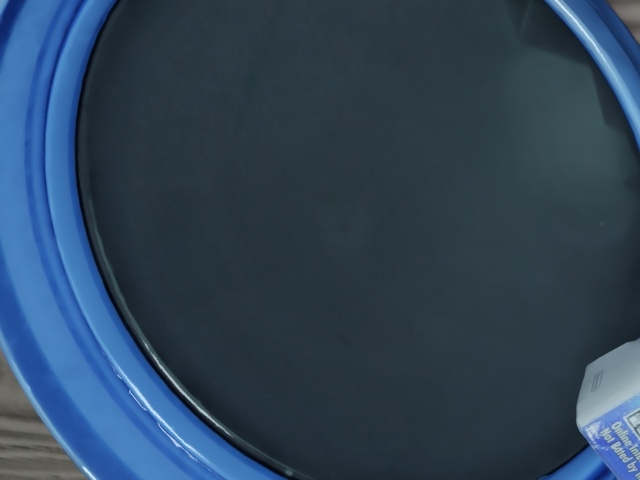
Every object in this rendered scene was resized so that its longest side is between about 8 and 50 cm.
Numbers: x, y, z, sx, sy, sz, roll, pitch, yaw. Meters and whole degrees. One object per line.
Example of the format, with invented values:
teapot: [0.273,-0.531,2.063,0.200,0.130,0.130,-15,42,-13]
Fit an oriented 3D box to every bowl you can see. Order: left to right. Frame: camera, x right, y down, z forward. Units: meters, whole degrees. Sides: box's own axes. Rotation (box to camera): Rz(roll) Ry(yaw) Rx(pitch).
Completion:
bowl: [0.000,0.000,0.835,0.391,0.077,0.391,11,116,24]

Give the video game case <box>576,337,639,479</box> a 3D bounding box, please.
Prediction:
video game case: [0.281,0.101,0.681,0.244,0.061,0.269,-37,100,24]
